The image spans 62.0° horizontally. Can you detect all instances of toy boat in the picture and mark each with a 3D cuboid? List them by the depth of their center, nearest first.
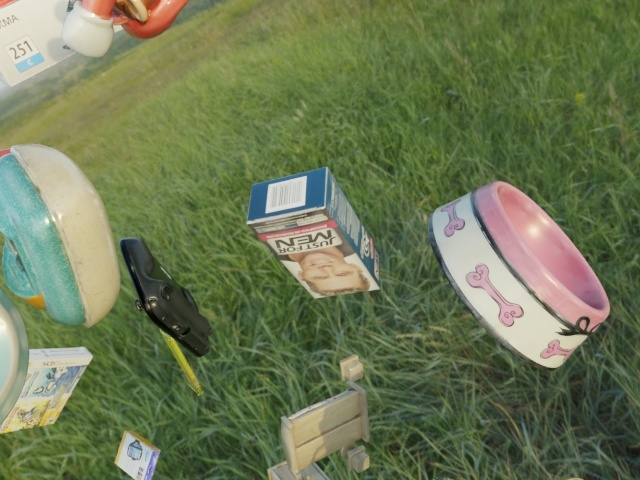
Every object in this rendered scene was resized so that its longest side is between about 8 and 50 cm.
[{"bbox_3d":[-0.384,-0.021,0.694,0.148,0.268,0.318,-27,53,-31],"label":"toy boat"}]

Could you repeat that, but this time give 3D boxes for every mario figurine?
[{"bbox_3d":[-0.265,-0.342,0.584,0.170,0.320,0.198,40,79,13],"label":"mario figurine"}]

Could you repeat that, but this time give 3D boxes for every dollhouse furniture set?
[{"bbox_3d":[-0.062,0.440,1.197,0.303,0.356,0.173,-15,21,-29],"label":"dollhouse furniture set"}]

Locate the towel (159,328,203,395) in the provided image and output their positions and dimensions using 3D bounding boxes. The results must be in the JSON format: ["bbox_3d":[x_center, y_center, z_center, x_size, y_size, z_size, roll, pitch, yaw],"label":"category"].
[{"bbox_3d":[-0.454,0.395,1.725,0.021,0.237,0.102,-34,26,-29],"label":"towel"}]

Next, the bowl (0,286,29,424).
[{"bbox_3d":[-0.462,0.138,0.588,0.163,0.312,0.312,-14,32,32],"label":"bowl"}]

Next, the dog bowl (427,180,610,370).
[{"bbox_3d":[0.416,0.050,1.094,0.150,0.408,0.408,-44,20,31],"label":"dog bowl"}]

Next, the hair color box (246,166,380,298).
[{"bbox_3d":[0.000,0.000,1.164,0.173,0.347,0.105,-10,56,21],"label":"hair color box"}]

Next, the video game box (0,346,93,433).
[{"bbox_3d":[-0.653,0.341,1.224,0.048,0.187,0.205,34,96,27],"label":"video game box"}]

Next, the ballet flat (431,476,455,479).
[{"bbox_3d":[0.159,0.631,0.889,0.181,0.483,0.164,-8,18,-36],"label":"ballet flat"}]

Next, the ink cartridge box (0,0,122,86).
[{"bbox_3d":[-0.614,-0.517,1.133,0.296,0.261,0.066,-41,40,-23],"label":"ink cartridge box"}]

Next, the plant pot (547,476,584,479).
[{"bbox_3d":[0.293,0.427,0.741,0.236,0.236,0.032,-41,36,-18],"label":"plant pot"}]

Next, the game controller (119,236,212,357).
[{"bbox_3d":[-0.278,0.111,0.974,0.067,0.319,0.166,-34,67,-12],"label":"game controller"}]

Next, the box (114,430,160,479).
[{"bbox_3d":[-0.431,0.517,1.264,0.136,0.028,0.081,13,84,36],"label":"box"}]
